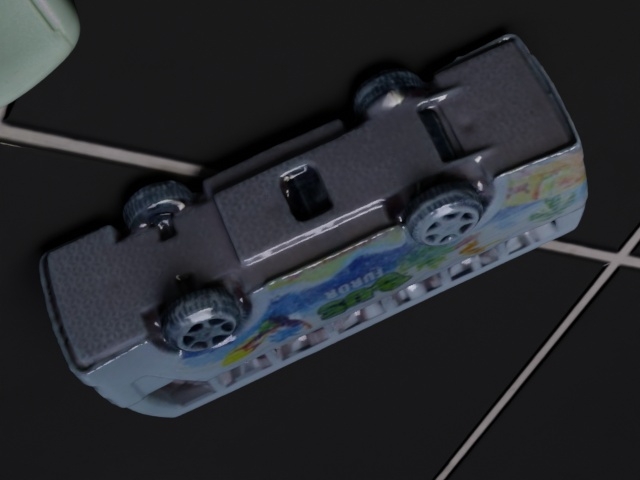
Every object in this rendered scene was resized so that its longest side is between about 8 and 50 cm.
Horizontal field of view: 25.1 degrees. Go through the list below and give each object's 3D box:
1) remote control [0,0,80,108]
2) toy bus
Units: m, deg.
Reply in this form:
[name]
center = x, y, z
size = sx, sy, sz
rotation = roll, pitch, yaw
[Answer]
[remote control]
center = -0.225, -0.161, 0.653
size = 0.140, 0.056, 0.296
rotation = -27, 140, 5
[toy bus]
center = 0.000, 0.000, 0.892
size = 0.329, 0.109, 0.136
rotation = -25, 149, 2
